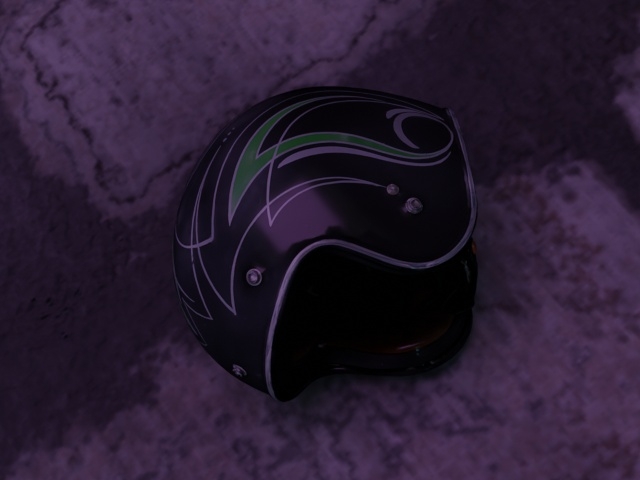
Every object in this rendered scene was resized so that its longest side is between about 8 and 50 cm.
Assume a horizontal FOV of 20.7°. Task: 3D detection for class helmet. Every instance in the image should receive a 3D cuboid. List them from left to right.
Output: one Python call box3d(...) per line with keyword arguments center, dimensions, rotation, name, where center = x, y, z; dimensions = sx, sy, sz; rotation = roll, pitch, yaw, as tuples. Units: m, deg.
box3d(center=(0.000, 0.000, 0.948), dimensions=(0.161, 0.169, 0.169), rotation=(-7, 58, -1), name="helmet")
